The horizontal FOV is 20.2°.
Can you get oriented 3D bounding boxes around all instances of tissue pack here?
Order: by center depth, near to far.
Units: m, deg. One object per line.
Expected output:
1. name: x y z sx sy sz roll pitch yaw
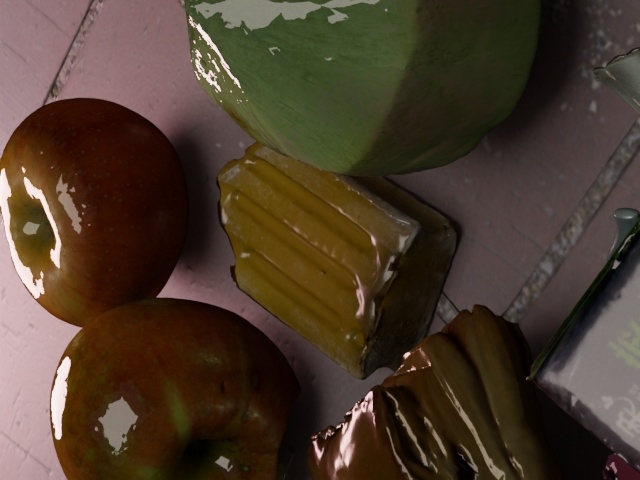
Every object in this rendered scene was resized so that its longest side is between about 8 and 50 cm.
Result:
1. tissue pack: 0.280 0.057 1.271 0.173 0.073 0.235 40 108 24

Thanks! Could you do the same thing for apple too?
1. apple: -0.144 0.171 1.771 0.226 0.246 0.246 48 126 57
2. apple: -0.229 -0.031 1.864 0.210 0.173 0.234 19 115 46

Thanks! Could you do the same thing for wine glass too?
1. wine glass: 0.287 -0.060 1.361 0.122 0.122 0.183 -24 79 44

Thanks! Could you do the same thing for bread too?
1. bread: 0.092 0.237 1.467 0.277 0.167 0.324 117 145 -65

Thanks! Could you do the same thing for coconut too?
1. coconut: 0.018 -0.196 1.483 0.328 0.328 0.281 57 130 29

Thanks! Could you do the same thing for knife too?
1. knife: 0.231 0.047 1.430 0.028 0.015 0.210 21 140 15

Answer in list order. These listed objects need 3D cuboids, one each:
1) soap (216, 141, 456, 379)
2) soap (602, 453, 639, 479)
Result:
1. soap: 0.000 0.000 1.684 0.257 0.080 0.160 36 115 40
2. soap: 0.329 0.198 1.330 0.250 0.099 0.162 22 106 43
